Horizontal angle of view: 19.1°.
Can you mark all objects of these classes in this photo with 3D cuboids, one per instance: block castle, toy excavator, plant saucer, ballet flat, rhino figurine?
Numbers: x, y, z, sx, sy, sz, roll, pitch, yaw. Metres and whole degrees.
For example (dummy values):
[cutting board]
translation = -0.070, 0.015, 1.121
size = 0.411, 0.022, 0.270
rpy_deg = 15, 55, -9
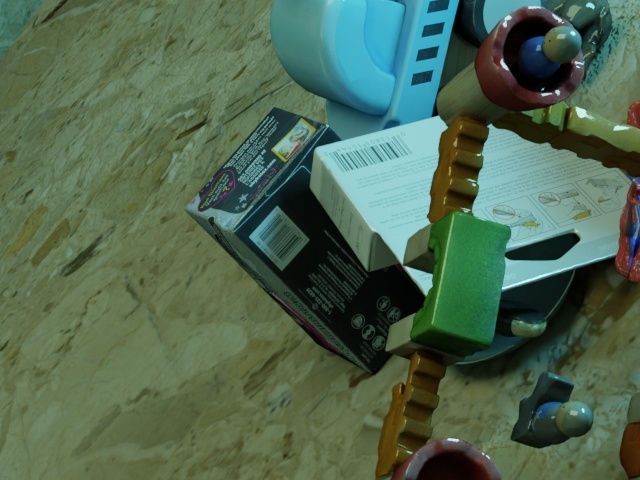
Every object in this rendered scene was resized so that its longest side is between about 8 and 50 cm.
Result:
[block castle]
translation = 0.224, 0.063, 1.564
size = 0.213, 0.303, 0.453
rpy_deg = 146, 140, -66
[toy excavator]
translation = 0.022, -0.307, 2.167
size = 0.222, 0.445, 0.433
rpy_deg = 27, 107, 59
[plant saucer]
translation = 0.195, 0.062, 1.994
size = 0.195, 0.037, 0.195
rpy_deg = -32, 30, 21
[ballet flat]
translation = 0.168, 0.083, 1.929
size = 0.173, 0.057, 0.049
rpy_deg = 6, 96, 55
[rhino figurine]
translation = 0.260, -0.256, 2.300
size = 0.106, 0.073, 0.243
rpy_deg = -55, 29, -12

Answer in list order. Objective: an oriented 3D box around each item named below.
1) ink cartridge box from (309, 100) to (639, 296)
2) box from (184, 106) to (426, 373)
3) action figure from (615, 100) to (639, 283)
[ink cartridge box]
translation = 0.177, -0.030, 1.957
size = 0.296, 0.066, 0.261
rpy_deg = -16, 48, -22
[box]
translation = 0.000, 0.000, 2.101
size = 0.163, 0.247, 0.142
rpy_deg = -49, 27, -9
[action figure]
translation = 0.339, -0.059, 1.865
size = 0.091, 0.139, 0.280
rpy_deg = 10, 44, 3
